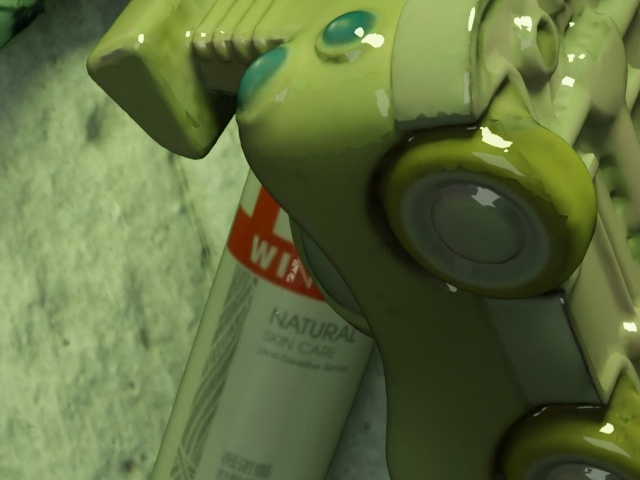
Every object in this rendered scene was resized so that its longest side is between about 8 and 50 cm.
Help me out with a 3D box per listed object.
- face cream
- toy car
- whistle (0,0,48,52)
[{"bbox_3d":[0.000,0.000,1.077,0.102,0.102,0.345,24,110,15],"label":"face cream"},{"bbox_3d":[0.074,-0.011,0.914,0.226,0.242,0.336,-1,131,31],"label":"toy car"},{"bbox_3d":[-0.186,-0.174,1.085,0.290,0.163,0.163,-6,98,23],"label":"whistle"}]
